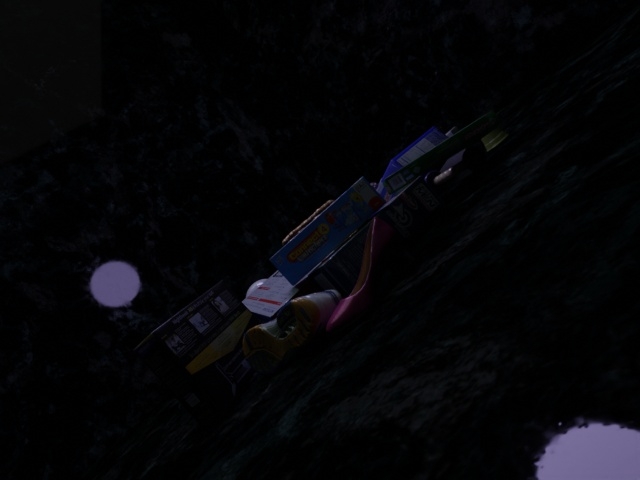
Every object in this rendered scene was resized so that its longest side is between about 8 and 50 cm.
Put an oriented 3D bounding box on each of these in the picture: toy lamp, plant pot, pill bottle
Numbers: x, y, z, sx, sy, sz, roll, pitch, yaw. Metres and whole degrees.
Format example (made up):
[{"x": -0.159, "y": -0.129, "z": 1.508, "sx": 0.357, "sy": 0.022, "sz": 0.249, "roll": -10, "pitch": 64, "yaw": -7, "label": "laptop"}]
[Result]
[{"x": 0.385, "y": -0.201, "z": 1.398, "sx": 0.080, "sy": 0.080, "sz": 0.275, "roll": -42, "pitch": 0, "yaw": -20, "label": "toy lamp"}, {"x": 0.545, "y": -0.344, "z": 1.493, "sx": 0.083, "sy": 0.079, "sz": 0.083, "roll": -41, "pitch": 0, "yaw": 0, "label": "plant pot"}, {"x": -0.251, "y": 0.267, "z": 2.112, "sx": 0.181, "sy": 0.181, "sz": 0.323, "roll": -41, "pitch": 2, "yaw": -12, "label": "pill bottle"}]

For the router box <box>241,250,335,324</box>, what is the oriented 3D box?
[{"x": -0.089, "y": 0.157, "z": 1.488, "sx": 0.301, "sy": 0.082, "sz": 0.335, "roll": -42, "pitch": 16, "yaw": -22, "label": "router box"}]

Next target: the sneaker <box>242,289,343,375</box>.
[{"x": -0.056, "y": 0.199, "z": 0.993, "sx": 0.131, "sy": 0.112, "sz": 0.296, "roll": -18, "pitch": -15, "yaw": -45, "label": "sneaker"}]

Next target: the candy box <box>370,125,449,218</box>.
[{"x": 0.323, "y": -0.223, "z": 1.661, "sx": 0.317, "sy": 0.122, "sz": 0.268, "roll": -40, "pitch": -17, "yaw": -38, "label": "candy box"}]

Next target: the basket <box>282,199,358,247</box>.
[{"x": 0.000, "y": 0.000, "z": 2.020, "sx": 0.299, "sy": 0.223, "sz": 0.213, "roll": -43, "pitch": 2, "yaw": -10, "label": "basket"}]

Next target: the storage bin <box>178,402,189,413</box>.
[{"x": -0.362, "y": 0.455, "z": 1.391, "sx": 0.135, "sy": 0.098, "sz": 0.091, "roll": -48, "pitch": -21, "yaw": -75, "label": "storage bin"}]

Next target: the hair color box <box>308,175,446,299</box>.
[{"x": 0.140, "y": 0.002, "z": 1.169, "sx": 0.347, "sy": 0.105, "sz": 0.174, "roll": -42, "pitch": 0, "yaw": -18, "label": "hair color box"}]

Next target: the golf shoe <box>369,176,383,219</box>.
[{"x": 0.269, "y": -0.181, "z": 1.891, "sx": 0.306, "sy": 0.115, "sz": 0.140, "roll": -23, "pitch": -42, "yaw": -39, "label": "golf shoe"}]

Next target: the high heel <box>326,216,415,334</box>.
[{"x": 0.071, "y": 0.062, "z": 0.874, "sx": 0.244, "sy": 0.117, "sz": 0.082, "roll": -42, "pitch": 1, "yaw": -21, "label": "high heel"}]

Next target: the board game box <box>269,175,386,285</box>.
[{"x": 0.012, "y": -0.010, "z": 1.235, "sx": 0.302, "sy": 0.086, "sz": 0.308, "roll": -42, "pitch": -2, "yaw": -6, "label": "board game box"}]

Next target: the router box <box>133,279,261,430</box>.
[{"x": -0.259, "y": 0.263, "z": 1.136, "sx": 0.081, "sy": 0.243, "sz": 0.309, "roll": -40, "pitch": 1, "yaw": 26, "label": "router box"}]

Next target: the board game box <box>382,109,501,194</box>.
[{"x": 0.318, "y": -0.229, "z": 1.270, "sx": 0.317, "sy": 0.046, "sz": 0.213, "roll": -32, "pitch": -1, "yaw": 8, "label": "board game box"}]

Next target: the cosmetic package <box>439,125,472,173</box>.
[{"x": 0.494, "y": -0.341, "z": 1.916, "sx": 0.238, "sy": 0.127, "sz": 0.107, "roll": -38, "pitch": 3, "yaw": 38, "label": "cosmetic package"}]

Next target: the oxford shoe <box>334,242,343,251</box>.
[{"x": 0.129, "y": 0.033, "z": 1.564, "sx": 0.227, "sy": 0.083, "sz": 0.096, "roll": -38, "pitch": 25, "yaw": 30, "label": "oxford shoe"}]
